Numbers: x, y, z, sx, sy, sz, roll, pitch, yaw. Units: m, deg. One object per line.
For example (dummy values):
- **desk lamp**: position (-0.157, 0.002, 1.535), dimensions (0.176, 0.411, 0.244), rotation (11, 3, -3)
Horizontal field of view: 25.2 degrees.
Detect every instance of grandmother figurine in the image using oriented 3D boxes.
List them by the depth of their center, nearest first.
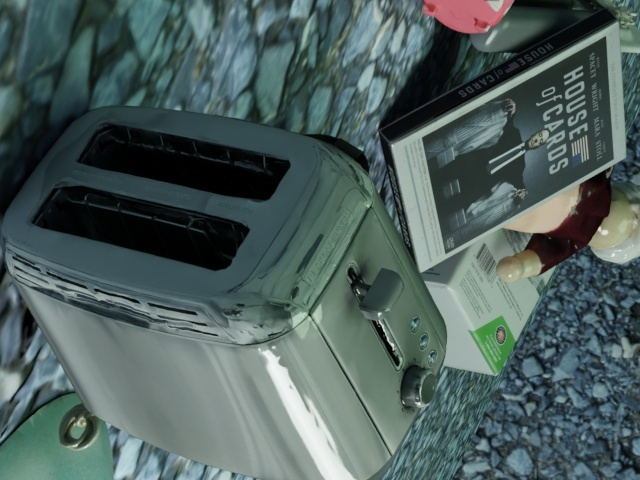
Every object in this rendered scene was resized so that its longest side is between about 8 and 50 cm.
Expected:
- **grandmother figurine**: position (0.241, -0.053, 1.487), dimensions (0.342, 0.104, 0.208), rotation (21, 107, -45)

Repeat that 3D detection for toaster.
- **toaster**: position (-0.055, 0.023, 0.700), dimensions (0.129, 0.227, 0.146), rotation (-58, 146, -30)

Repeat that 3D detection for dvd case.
- **dvd case**: position (0.172, -0.088, 1.304), dimensions (0.238, 0.029, 0.179), rotation (-29, 139, -10)

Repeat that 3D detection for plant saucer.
- **plant saucer**: position (-0.170, 0.185, 0.851), dimensions (0.195, 0.037, 0.195), rotation (-56, 162, -29)

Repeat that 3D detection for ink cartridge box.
- **ink cartridge box**: position (0.177, 0.016, 1.558), dimensions (0.208, 0.087, 0.153), rotation (-56, 133, -29)

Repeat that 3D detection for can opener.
- **can opener**: position (0.215, -0.193, 1.336), dimensions (0.280, 0.074, 0.093), rotation (-3, 139, -51)

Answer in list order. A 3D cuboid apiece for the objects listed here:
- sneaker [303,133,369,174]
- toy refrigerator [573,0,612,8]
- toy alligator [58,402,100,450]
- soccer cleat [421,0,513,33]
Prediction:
- **sneaker**: position (0.001, 0.000, 1.013), dimensions (0.146, 0.102, 0.293), rotation (-68, 165, 6)
- **toy refrigerator**: position (0.260, -0.334, 1.397), dimensions (0.102, 0.094, 0.269), rotation (-50, 159, -25)
- **toy alligator**: position (-0.094, 0.052, 0.827), dimensions (0.051, 0.056, 0.190), rotation (73, 37, -50)
- **soccer cleat**: position (0.121, -0.252, 1.080), dimensions (0.248, 0.083, 0.095), rotation (81, 32, -60)
